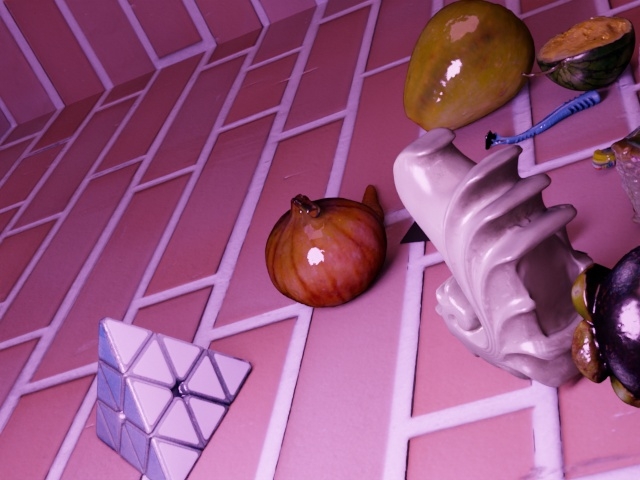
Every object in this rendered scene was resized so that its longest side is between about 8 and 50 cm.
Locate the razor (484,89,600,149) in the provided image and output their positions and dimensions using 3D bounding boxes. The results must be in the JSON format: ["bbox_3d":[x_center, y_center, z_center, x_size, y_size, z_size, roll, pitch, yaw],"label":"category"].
[{"bbox_3d":[0.458,-0.245,2.266,0.253,0.042,0.082,-25,-16,1],"label":"razor"}]

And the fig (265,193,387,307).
[{"bbox_3d":[0.008,0.012,2.036,0.235,0.214,0.235,-36,2,1],"label":"fig"}]

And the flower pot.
[{"bbox_3d":[0.254,0.022,1.571,0.165,0.367,0.254,-34,27,-22],"label":"flower pot"}]

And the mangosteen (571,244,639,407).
[{"bbox_3d":[0.440,0.109,1.414,0.243,0.243,0.243,-22,26,11],"label":"mangosteen"}]

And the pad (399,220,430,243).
[{"bbox_3d":[0.282,-0.050,2.104,0.243,0.004,0.163,-6,33,38],"label":"pad"}]

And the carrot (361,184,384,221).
[{"bbox_3d":[0.105,-0.077,2.288,0.048,0.048,0.216,-23,20,9],"label":"carrot"}]

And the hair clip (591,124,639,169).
[{"bbox_3d":[0.573,-0.185,2.046,0.188,0.033,0.060,-36,25,-13],"label":"hair clip"}]

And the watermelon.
[{"bbox_3d":[0.563,-0.381,2.313,0.204,0.127,0.232,-6,31,37],"label":"watermelon"}]

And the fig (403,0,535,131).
[{"bbox_3d":[0.316,-0.376,2.419,0.326,0.258,0.258,-51,29,-4],"label":"fig"}]

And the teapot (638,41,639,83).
[{"bbox_3d":[0.714,-0.311,1.855,0.312,0.314,0.233,-5,0,26],"label":"teapot"}]

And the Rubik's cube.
[{"bbox_3d":[-0.278,0.275,1.873,0.228,0.228,0.233,20,-2,10],"label":"Rubik's cube"}]

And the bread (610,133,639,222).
[{"bbox_3d":[0.570,-0.112,1.777,0.156,0.158,0.261,-35,28,-23],"label":"bread"}]
